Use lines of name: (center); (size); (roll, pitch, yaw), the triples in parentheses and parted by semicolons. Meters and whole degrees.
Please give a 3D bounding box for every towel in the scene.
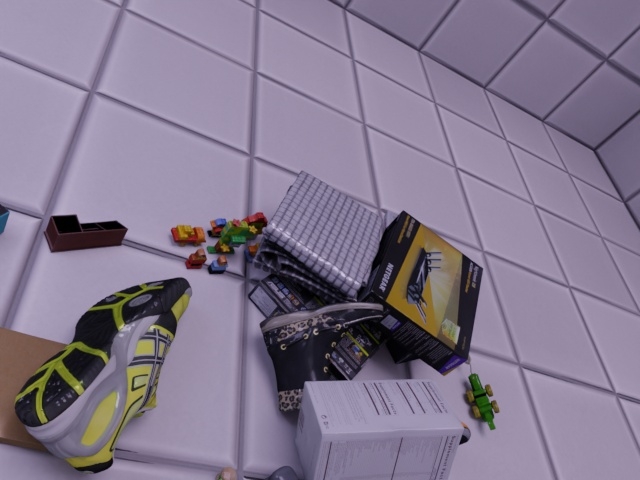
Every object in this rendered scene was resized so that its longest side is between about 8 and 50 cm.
towel: (0.000, 0.000, 1.231); (0.235, 0.121, 0.283); (33, 36, -7)

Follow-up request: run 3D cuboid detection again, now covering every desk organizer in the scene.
desk organizer: (-0.421, -0.017, 1.044); (0.130, 0.050, 0.047); (-7, 59, -44)

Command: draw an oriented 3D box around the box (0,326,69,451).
box: (-0.466, 0.199, 0.822); (0.201, 0.021, 0.164); (22, 42, -23)

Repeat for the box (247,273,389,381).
box: (0.009, 0.156, 1.229); (0.270, 0.060, 0.216); (47, 38, 7)

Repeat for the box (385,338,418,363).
box: (0.209, 0.165, 1.347); (0.153, 0.108, 0.207); (-1, 55, -40)

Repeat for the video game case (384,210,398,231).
video game case: (0.260, 0.026, 1.594); (0.201, 0.023, 0.183); (28, 40, -17)

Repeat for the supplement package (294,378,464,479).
supplement package: (0.094, 0.331, 0.986); (0.244, 0.139, 0.134); (3, 23, -16)

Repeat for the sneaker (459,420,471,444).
sneaker: (0.213, 0.410, 1.142); (0.215, 0.084, 0.083); (-1, 53, -27)

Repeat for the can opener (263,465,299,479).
can opener: (-0.020, 0.490, 0.870); (0.095, 0.076, 0.283); (-12, 61, -46)

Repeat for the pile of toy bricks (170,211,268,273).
pile of toy bricks: (-0.185, -0.009, 1.188); (0.212, 0.105, 0.118); (0, 54, -40)

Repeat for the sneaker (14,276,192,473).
sneaker: (-0.308, 0.187, 0.903); (0.384, 0.145, 0.147); (-61, 136, -59)

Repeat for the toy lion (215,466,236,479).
toy lion: (-0.148, 0.406, 0.883); (0.100, 0.034, 0.096); (42, 45, 0)

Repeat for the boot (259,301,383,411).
boot: (0.015, 0.214, 1.080); (0.236, 0.085, 0.178); (-9, 74, -7)

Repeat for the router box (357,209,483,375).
router box: (0.223, 0.104, 1.265); (0.243, 0.081, 0.309); (35, 40, -6)

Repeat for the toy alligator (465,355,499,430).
toy alligator: (0.370, 0.355, 1.350); (0.051, 0.056, 0.189); (63, 10, -52)

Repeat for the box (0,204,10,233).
box: (-0.605, -0.003, 0.868); (0.100, 0.060, 0.244); (40, 38, -1)
